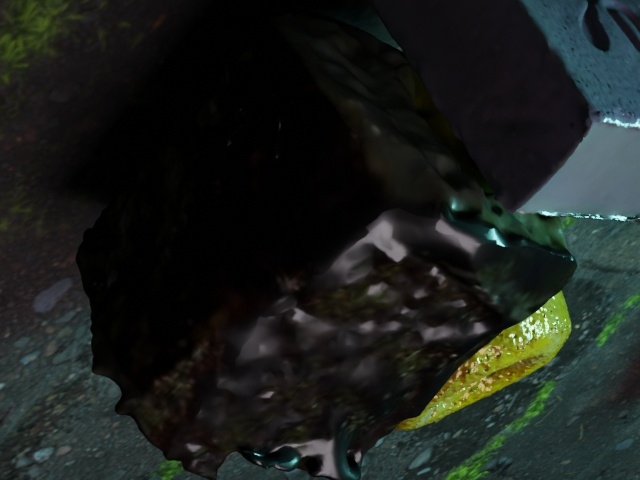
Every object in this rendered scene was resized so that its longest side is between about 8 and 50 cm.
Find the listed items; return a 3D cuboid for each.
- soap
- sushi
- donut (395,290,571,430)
[{"bbox_3d":[0.188,-0.141,1.217,0.296,0.285,0.107,2,136,-45],"label":"soap"},{"bbox_3d":[-0.002,0.001,1.252,0.281,0.299,0.294,29,115,-24],"label":"sushi"},{"bbox_3d":[0.140,0.099,1.674,0.253,0.118,0.253,-27,169,-6],"label":"donut"}]
